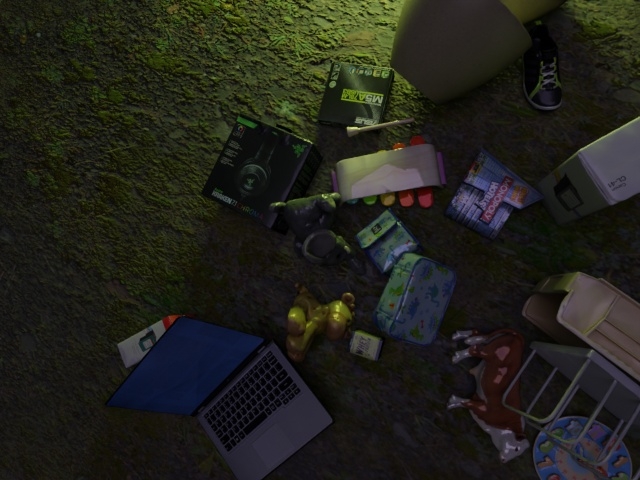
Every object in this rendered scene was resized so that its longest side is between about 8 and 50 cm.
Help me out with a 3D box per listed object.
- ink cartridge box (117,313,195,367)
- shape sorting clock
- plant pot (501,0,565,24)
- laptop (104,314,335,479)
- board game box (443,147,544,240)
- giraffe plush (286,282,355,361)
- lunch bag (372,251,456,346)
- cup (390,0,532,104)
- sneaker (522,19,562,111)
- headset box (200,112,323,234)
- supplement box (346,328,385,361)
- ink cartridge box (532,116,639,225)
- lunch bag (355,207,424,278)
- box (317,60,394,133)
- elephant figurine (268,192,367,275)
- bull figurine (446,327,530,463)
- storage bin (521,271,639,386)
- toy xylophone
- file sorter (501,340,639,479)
[{"bbox_3d":[-0.447,0.281,1.196,0.231,0.134,0.078,-29,77,8],"label":"ink cartridge box"},{"bbox_3d":[0.614,0.520,0.964,0.206,0.040,0.206,-2,83,13],"label":"shape sorting clock"},{"bbox_3d":[0.490,-0.658,1.030,0.284,0.284,0.191,46,109,14],"label":"plant pot"},{"bbox_3d":[-0.257,0.434,1.035,0.382,0.236,0.408,-47,74,21],"label":"laptop"},{"bbox_3d":[0.458,-0.108,1.066,0.194,0.060,0.194,30,91,16],"label":"board game box"},{"bbox_3d":[0.007,0.217,1.102,0.170,0.181,0.210,6,50,4],"label":"giraffe plush"},{"bbox_3d":[0.243,0.151,1.036,0.176,0.090,0.219,20,90,-30],"label":"lunch bag"},{"bbox_3d":[0.317,-0.495,1.042,0.331,0.331,0.237,46,116,14],"label":"cup"},{"bbox_3d":[0.572,-0.452,1.061,0.084,0.097,0.235,-12,81,12],"label":"sneaker"},{"bbox_3d":[-0.160,-0.198,1.187,0.246,0.131,0.283,27,90,14],"label":"headset box"},{"bbox_3d":[0.123,0.276,1.087,0.083,0.083,0.056,15,86,16],"label":"supplement box"},{"bbox_3d":[0.642,-0.156,0.901,0.226,0.306,0.131,-30,78,8],"label":"ink cartridge box"},{"bbox_3d":[0.182,0.003,1.106,0.129,0.096,0.151,-40,61,9],"label":"lunch bag"},{"bbox_3d":[0.103,-0.418,1.196,0.190,0.045,0.184,15,85,15],"label":"box"},{"bbox_3d":[0.000,0.000,1.101,0.186,0.169,0.239,-8,95,24],"label":"elephant figurine"},{"bbox_3d":[0.411,0.366,0.999,0.188,0.101,0.310,4,85,15],"label":"bull figurine"},{"bbox_3d":[0.604,0.193,0.891,0.260,0.262,0.123,39,92,15],"label":"storage bin"},{"bbox_3d":[0.183,-0.206,1.132,0.322,0.081,0.236,-1,83,13],"label":"toy xylophone"},{"bbox_3d":[0.564,0.371,0.851,0.277,0.193,0.173,38,80,2],"label":"file sorter"}]
